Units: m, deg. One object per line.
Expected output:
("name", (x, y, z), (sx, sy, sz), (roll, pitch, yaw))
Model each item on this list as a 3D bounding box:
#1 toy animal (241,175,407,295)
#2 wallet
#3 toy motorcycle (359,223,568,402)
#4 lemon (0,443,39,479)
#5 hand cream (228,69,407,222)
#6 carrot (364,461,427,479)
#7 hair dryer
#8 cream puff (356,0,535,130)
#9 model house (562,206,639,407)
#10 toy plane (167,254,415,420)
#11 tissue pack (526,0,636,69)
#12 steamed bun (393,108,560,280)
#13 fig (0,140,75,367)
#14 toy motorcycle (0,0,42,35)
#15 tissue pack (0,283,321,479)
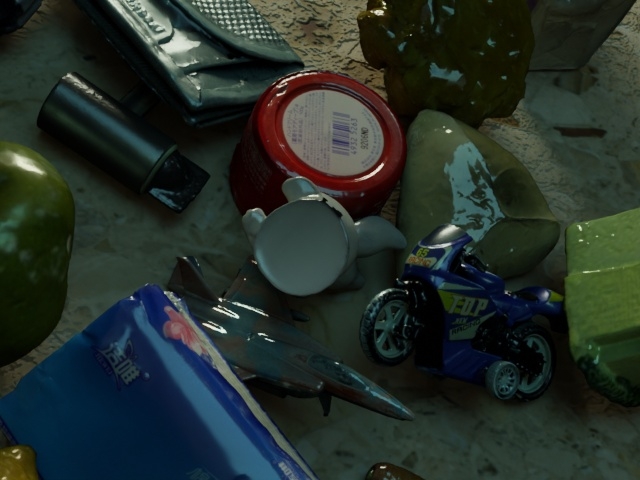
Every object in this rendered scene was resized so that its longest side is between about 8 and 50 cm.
("toy animal", (0.000, -0.002, 1.341), (0.131, 0.221, 0.104), (36, 98, 14))
("wallet", (-0.176, -0.287, 1.498), (0.342, 0.075, 0.237), (48, 38, 17))
("toy motorcycle", (0.170, 0.080, 1.357), (0.315, 0.113, 0.169), (18, 84, -39))
("lemon", (-0.319, 0.282, 1.046), (0.188, 0.188, 0.256), (28, 62, -2))
("hand cream", (-0.003, -0.093, 1.442), (0.193, 0.125, 0.193), (8, 58, -13))
("carrot", (0.134, 0.288, 1.305), (0.191, 0.047, 0.047), (27, 54, -8))
("hair dryer", (-0.184, -0.158, 1.454), (0.195, 0.078, 0.248), (34, 48, 0))
("cream puff", (0.156, -0.246, 1.551), (0.244, 0.196, 0.244), (1, 80, -7))
("model house", (0.405, 0.073, 1.410), (0.195, 0.189, 0.214), (37, 44, -31))
("toy plane", (-0.050, 0.123, 1.284), (0.326, 0.104, 0.223), (27, 53, 15))
("tissue pack", (0.304, -0.430, 1.699), (0.160, 0.242, 0.338), (-4, 60, -20))
("steamed bun", (0.197, -0.037, 1.462), (0.212, 0.110, 0.231), (7, 81, -28))
("fig", (-0.381, 0.004, 1.189), (0.314, 0.233, 0.233), (13, 53, 14))
("toy motorcycle", (-0.395, -0.236, 1.366), (0.106, 0.159, 0.270), (51, 55, -12))
("tissue pack", (-0.148, 0.201, 1.156), (0.209, 0.137, 0.269), (-37, 77, -4))
